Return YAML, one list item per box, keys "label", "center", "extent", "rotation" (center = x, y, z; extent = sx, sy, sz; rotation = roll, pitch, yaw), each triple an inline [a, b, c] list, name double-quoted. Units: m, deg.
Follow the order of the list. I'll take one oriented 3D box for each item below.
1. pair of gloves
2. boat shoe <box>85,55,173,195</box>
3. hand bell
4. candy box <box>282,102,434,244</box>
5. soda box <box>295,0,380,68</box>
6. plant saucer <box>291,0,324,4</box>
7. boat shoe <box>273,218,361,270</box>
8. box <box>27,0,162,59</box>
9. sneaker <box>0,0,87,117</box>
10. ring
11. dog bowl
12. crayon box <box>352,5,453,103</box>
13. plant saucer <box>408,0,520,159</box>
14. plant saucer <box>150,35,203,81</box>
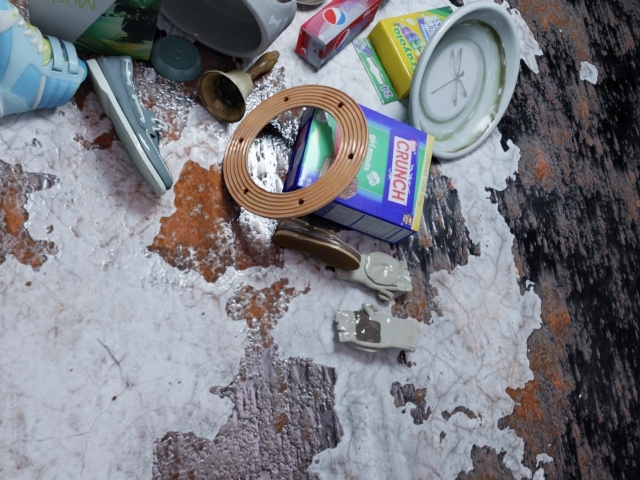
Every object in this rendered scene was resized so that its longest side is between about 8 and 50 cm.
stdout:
- label: "pair of gloves"
  center: [0.126, 0.142, 1.241]
  extent: [0.204, 0.042, 0.240]
  rotation: [6, 67, -17]
- label: "boat shoe"
  center: [-0.369, -0.245, 1.092]
  extent: [0.099, 0.116, 0.319]
  rotation: [-27, 82, -24]
- label: "hand bell"
  center: [-0.166, -0.389, 1.249]
  extent: [0.126, 0.126, 0.242]
  rotation: [41, 50, -8]
- label: "candy box"
  center: [0.095, -0.171, 1.273]
  extent: [0.317, 0.122, 0.268]
  rotation: [19, 69, -18]
- label: "soda box"
  center: [0.049, -0.563, 1.378]
  extent: [0.083, 0.092, 0.263]
  rotation: [37, 62, 7]
- label: "plant saucer"
  center: [-0.060, -0.700, 1.408]
  extent: [0.199, 0.036, 0.198]
  rotation: [7, 72, -22]
- label: "boat shoe"
  center: [0.000, 0.000, 1.198]
  extent: [0.207, 0.073, 0.073]
  rotation: [24, 52, -7]
- label: "box"
  center: [-0.428, -0.458, 1.011]
  extent: [0.232, 0.322, 0.058]
  rotation: [-1, 80, -24]
- label: "sneaker"
  center: [-0.538, -0.377, 0.970]
  extent: [0.208, 0.319, 0.127]
  rotation: [-17, 56, -35]
- label: "ring"
  center: [-0.056, -0.194, 1.155]
  extent: [0.337, 0.032, 0.336]
  rotation: [-9, 63, 18]
- label: "dog bowl"
  center: [-0.227, -0.524, 1.122]
  extent: [0.349, 0.349, 0.102]
  rotation: [29, 78, -14]
- label: "crayon box"
  center: [0.272, -0.520, 1.477]
  extent: [0.323, 0.083, 0.203]
  rotation: [-24, 85, -27]
- label: "plant saucer"
  center: [0.358, -0.417, 1.402]
  extent: [0.400, 0.100, 0.400]
  rotation: [-20, 126, -30]
- label: "plant saucer"
  center: [-0.326, -0.420, 1.215]
  extent: [0.119, 0.021, 0.119]
  rotation: [7, 72, -22]
